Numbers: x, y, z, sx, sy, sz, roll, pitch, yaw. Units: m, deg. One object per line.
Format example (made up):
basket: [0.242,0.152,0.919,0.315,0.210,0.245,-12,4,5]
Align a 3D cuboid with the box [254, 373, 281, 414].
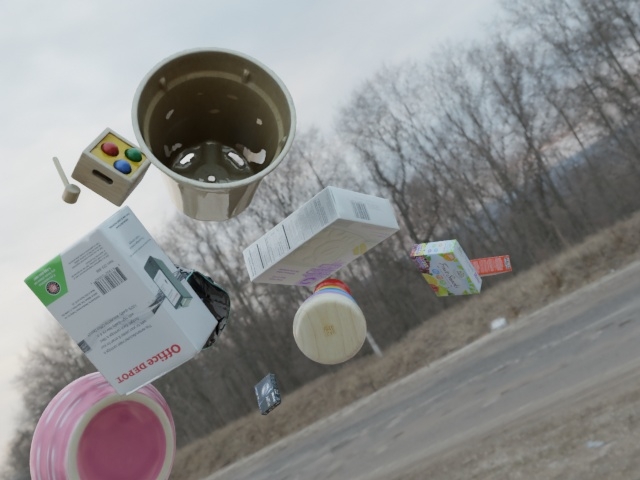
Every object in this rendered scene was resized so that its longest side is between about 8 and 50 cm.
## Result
box: [-0.135,0.395,1.849,0.018,0.083,0.067,20,-51,-39]

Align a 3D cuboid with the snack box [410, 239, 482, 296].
snack box: [0.264,0.060,1.508,0.100,0.141,0.037,-9,45,35]

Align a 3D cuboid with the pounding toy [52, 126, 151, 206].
pounding toy: [-0.496,-0.163,1.594,0.094,0.181,0.206,-50,12,35]

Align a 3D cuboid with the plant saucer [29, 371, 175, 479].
plant saucer: [-0.436,0.443,1.523,0.084,0.332,0.332,-9,12,45]

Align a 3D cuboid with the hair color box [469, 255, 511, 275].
hair color box: [0.408,0.070,1.841,0.141,0.043,0.072,-5,-9,-26]

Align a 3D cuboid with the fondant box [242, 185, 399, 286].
fondant box: [0.000,0.000,1.828,0.238,0.096,0.330,8,-34,-47]

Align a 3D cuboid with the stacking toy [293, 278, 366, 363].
stacking toy: [0.021,0.145,1.526,0.141,0.141,0.330,-30,8,6]

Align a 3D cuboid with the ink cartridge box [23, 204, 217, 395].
ink cartridge box: [-0.367,0.117,1.349,0.211,0.289,0.121,-30,13,22]

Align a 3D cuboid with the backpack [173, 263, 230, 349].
backpack: [-0.296,0.151,1.604,0.144,0.166,0.188,11,-16,41]

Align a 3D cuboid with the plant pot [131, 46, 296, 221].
plant pot: [-0.240,-0.198,1.599,0.333,0.334,0.305,-28,-14,-20]
